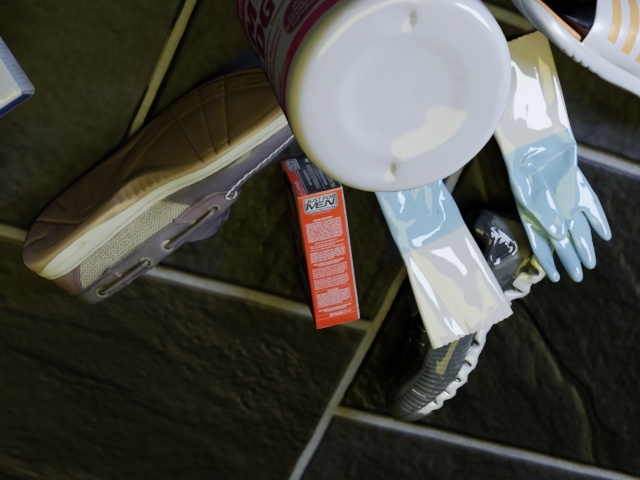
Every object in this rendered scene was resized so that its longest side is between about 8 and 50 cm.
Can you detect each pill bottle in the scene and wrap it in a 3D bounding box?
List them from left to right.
[{"bbox_3d":[0.024,-0.169,1.189,0.160,0.283,0.160,-7,122,-11],"label":"pill bottle"}]

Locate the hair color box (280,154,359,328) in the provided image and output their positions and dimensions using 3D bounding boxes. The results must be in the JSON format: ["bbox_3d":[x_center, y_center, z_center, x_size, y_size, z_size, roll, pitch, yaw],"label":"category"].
[{"bbox_3d":[0.000,0.000,1.415,0.043,0.072,0.141,-13,122,-8],"label":"hair color box"}]

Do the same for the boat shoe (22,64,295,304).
[{"bbox_3d":[-0.119,-0.044,1.342,0.285,0.103,0.092,-34,129,11],"label":"boat shoe"}]

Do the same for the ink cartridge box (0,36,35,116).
[{"bbox_3d":[-0.364,-0.142,1.176,0.223,0.045,0.224,-34,91,7],"label":"ink cartridge box"}]

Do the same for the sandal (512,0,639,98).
[{"bbox_3d":[0.268,-0.175,1.373,0.265,0.102,0.076,25,110,-36],"label":"sandal"}]

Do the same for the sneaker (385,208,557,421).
[{"bbox_3d":[0.115,0.062,1.486,0.106,0.078,0.234,29,106,-25],"label":"sneaker"}]

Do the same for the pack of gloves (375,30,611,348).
[{"bbox_3d":[0.144,-0.048,1.420,0.195,0.046,0.232,-23,103,-10],"label":"pack of gloves"}]
